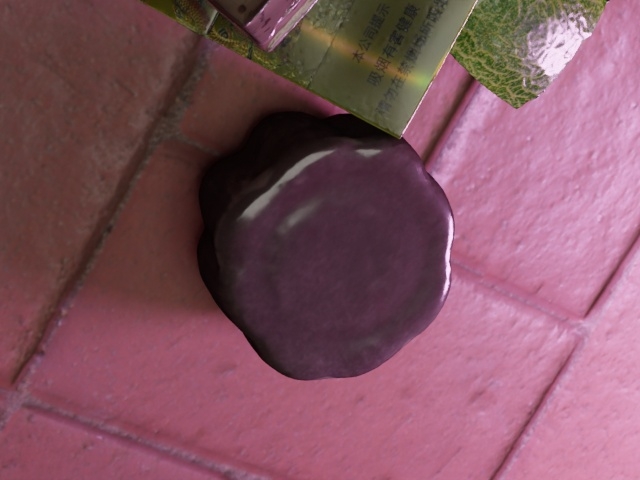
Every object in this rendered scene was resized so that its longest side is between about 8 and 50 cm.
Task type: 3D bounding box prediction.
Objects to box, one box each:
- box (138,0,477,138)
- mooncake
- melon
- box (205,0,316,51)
[{"bbox_3d":[-0.013,-0.251,1.715,0.311,0.043,0.173,28,103,-5],"label":"box"},{"bbox_3d":[0.000,0.000,1.847,0.306,0.154,0.306,-9,116,-18],"label":"mooncake"},{"bbox_3d":[0.156,-0.300,1.785,0.323,0.124,0.196,32,94,-32],"label":"melon"},{"bbox_3d":[-0.093,-0.360,1.544,0.297,0.190,0.225,42,94,1],"label":"box"}]
